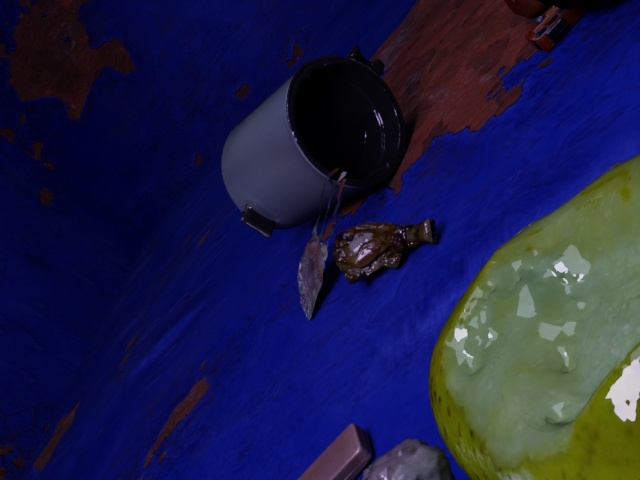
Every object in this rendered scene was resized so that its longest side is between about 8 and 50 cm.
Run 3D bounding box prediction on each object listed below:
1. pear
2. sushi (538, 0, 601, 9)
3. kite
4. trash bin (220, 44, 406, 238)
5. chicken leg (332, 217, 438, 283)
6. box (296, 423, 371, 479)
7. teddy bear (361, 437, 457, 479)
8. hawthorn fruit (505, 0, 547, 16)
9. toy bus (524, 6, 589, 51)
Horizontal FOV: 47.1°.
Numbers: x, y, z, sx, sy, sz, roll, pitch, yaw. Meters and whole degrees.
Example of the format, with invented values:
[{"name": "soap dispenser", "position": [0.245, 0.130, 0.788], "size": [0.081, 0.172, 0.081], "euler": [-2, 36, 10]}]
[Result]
[{"name": "pear", "position": [0.173, 0.063, 0.447], "size": [0.292, 0.159, 0.292], "euler": [-50, 16, 20]}, {"name": "sushi", "position": [0.333, -0.368, 0.761], "size": [0.348, 0.207, 0.235], "euler": [-32, 43, 50]}, {"name": "kite", "position": [-0.003, -0.001, 1.084], "size": [0.127, 0.016, 0.230], "euler": [-122, 44, -61]}, {"name": "trash bin", "position": [-0.019, -0.154, 1.227], "size": [0.262, 0.217, 0.277], "euler": [-24, 40, 58]}, {"name": "chicken leg", "position": [0.079, 0.011, 0.939], "size": [0.178, 0.070, 0.093], "euler": [-18, 39, 46]}, {"name": "box", "position": [0.008, 0.240, 0.744], "size": [0.115, 0.025, 0.048], "euler": [-50, 23, 12]}, {"name": "teddy bear", "position": [0.010, 0.249, 0.525], "size": [0.267, 0.151, 0.236], "euler": [-28, 10, 49]}, {"name": "hawthorn fruit", "position": [0.294, -0.357, 1.046], "size": [0.077, 0.077, 0.077], "euler": [-47, 19, 21]}, {"name": "toy bus", "position": [0.315, -0.292, 0.942], "size": [0.110, 0.031, 0.043], "euler": [-48, 25, 17]}]
